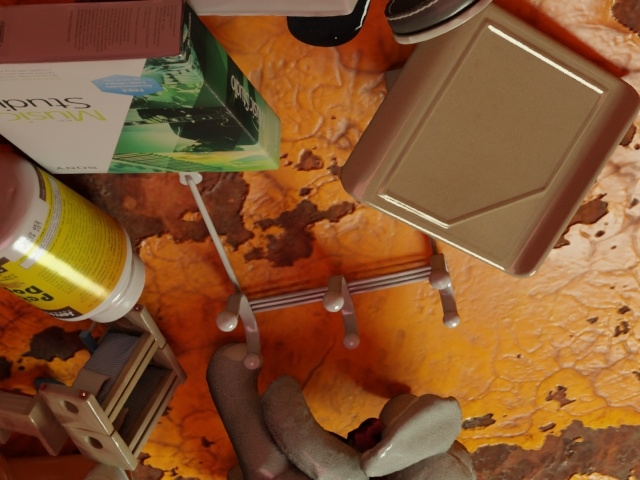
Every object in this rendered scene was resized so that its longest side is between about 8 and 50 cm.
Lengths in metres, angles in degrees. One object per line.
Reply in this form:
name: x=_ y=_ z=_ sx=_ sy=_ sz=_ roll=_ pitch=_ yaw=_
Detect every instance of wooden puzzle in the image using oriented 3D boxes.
wooden puzzle: x=0.161 y=-0.099 z=1.876 sx=0.239 sy=0.044 sz=0.221 roll=26 pitch=101 yaw=-29

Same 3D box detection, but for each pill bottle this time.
pill bottle: x=-0.265 y=0.005 z=1.922 sx=0.117 sy=0.117 sz=0.215 roll=-27 pitch=146 yaw=20

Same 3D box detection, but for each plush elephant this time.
plush elephant: x=0.049 y=0.254 z=2.132 sx=0.255 sy=0.330 sz=0.271 roll=-18 pitch=129 yaw=-13

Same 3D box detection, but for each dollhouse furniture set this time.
dollhouse furniture set: x=-0.268 y=0.143 z=2.099 sx=0.184 sy=0.129 sz=0.129 roll=8 pitch=142 yaw=31

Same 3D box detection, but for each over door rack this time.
over door rack: x=0.000 y=0.000 z=1.966 sx=0.240 sy=0.108 sz=0.324 roll=-12 pitch=134 yaw=5

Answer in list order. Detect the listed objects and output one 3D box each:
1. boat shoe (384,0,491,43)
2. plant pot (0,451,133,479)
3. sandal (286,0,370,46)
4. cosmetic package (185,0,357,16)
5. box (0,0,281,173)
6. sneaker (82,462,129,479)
boat shoe: x=0.144 y=-0.260 z=1.743 sx=0.228 sy=0.081 sz=0.069 roll=-34 pitch=126 yaw=16
plant pot: x=-0.299 y=0.322 z=2.212 sx=0.188 sy=0.205 sz=0.205 roll=-14 pitch=136 yaw=-13
sandal: x=0.025 y=-0.267 z=1.737 sx=0.097 sy=0.054 sz=0.254 roll=1 pitch=135 yaw=-6
cosmetic package: x=-0.039 y=-0.296 z=1.591 sx=0.151 sy=0.151 sz=0.183 roll=2 pitch=127 yaw=18
box: x=-0.183 y=-0.127 z=1.725 sx=0.232 sy=0.058 sz=0.322 roll=-1 pitch=167 yaw=14
sneaker: x=-0.206 y=0.331 z=2.132 sx=0.080 sy=0.094 sz=0.212 roll=-4 pitch=114 yaw=13
